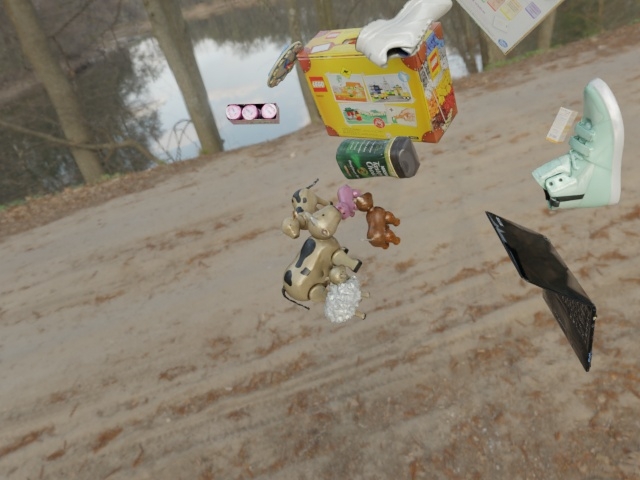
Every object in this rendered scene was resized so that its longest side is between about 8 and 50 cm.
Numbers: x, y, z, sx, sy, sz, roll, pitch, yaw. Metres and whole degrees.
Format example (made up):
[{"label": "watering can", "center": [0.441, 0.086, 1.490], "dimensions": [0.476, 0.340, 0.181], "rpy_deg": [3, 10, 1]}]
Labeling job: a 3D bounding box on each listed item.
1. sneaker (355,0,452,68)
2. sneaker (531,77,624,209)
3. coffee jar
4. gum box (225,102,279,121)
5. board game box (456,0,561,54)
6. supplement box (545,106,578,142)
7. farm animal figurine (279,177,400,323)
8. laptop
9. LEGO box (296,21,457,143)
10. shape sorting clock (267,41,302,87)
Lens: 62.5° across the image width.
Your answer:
[{"label": "sneaker", "center": [0.245, -0.575, 1.462], "dimensions": [0.297, 0.111, 0.129], "rpy_deg": [-34, 72, -2]}, {"label": "sneaker", "center": [0.487, -0.171, 1.014], "dimensions": [0.151, 0.255, 0.094], "rpy_deg": [-10, 24, 11]}, {"label": "coffee jar", "center": [0.134, -0.190, 1.222], "dimensions": [0.185, 0.096, 0.079], "rpy_deg": [4, 52, 37]}, {"label": "gum box", "center": [-0.249, -0.465, 1.940], "dimensions": [0.189, 0.062, 0.107], "rpy_deg": [-1, 4, 2]}, {"label": "board game box", "center": [0.516, -0.675, 1.338], "dimensions": [0.064, 0.242, 0.316], "rpy_deg": [-41, 0, -40]}, {"label": "supplement box", "center": [0.707, -0.337, 1.545], "dimensions": [0.036, 0.098, 0.062], "rpy_deg": [35, 29, 32]}, {"label": "farm animal figurine", "center": [0.000, 0.000, 1.210], "dimensions": [0.330, 0.172, 0.326], "rpy_deg": [13, 80, 54]}, {"label": "laptop", "center": [0.431, 0.097, 1.052], "dimensions": [0.137, 0.264, 0.234], "rpy_deg": [-10, 34, 6]}, {"label": "LEGO box", "center": [0.212, -0.577, 1.959], "dimensions": [0.501, 0.372, 0.193], "rpy_deg": [12, 54, 35]}, {"label": "shape sorting clock", "center": [-0.134, -0.668, 2.015], "dimensions": [0.040, 0.206, 0.206], "rpy_deg": [35, 40, 2]}]
